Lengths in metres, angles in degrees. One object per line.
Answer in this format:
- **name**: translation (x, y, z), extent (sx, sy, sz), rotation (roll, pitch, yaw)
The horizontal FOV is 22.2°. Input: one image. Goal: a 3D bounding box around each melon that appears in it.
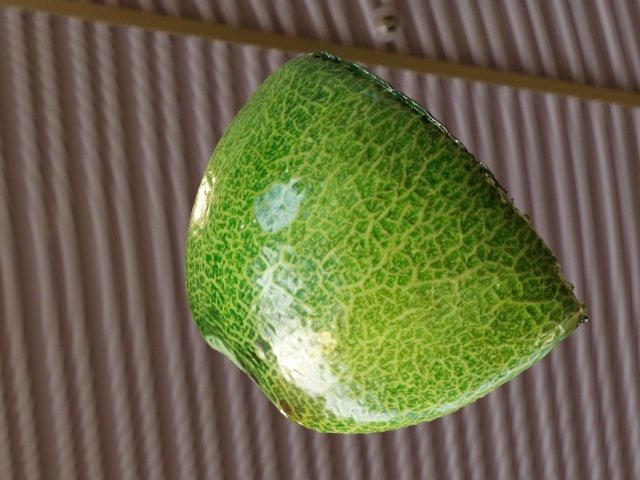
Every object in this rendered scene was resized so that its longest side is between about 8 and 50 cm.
- **melon**: translation (0.000, 0.000, 0.945), extent (0.169, 0.265, 0.129), rotation (-45, -35, -12)
